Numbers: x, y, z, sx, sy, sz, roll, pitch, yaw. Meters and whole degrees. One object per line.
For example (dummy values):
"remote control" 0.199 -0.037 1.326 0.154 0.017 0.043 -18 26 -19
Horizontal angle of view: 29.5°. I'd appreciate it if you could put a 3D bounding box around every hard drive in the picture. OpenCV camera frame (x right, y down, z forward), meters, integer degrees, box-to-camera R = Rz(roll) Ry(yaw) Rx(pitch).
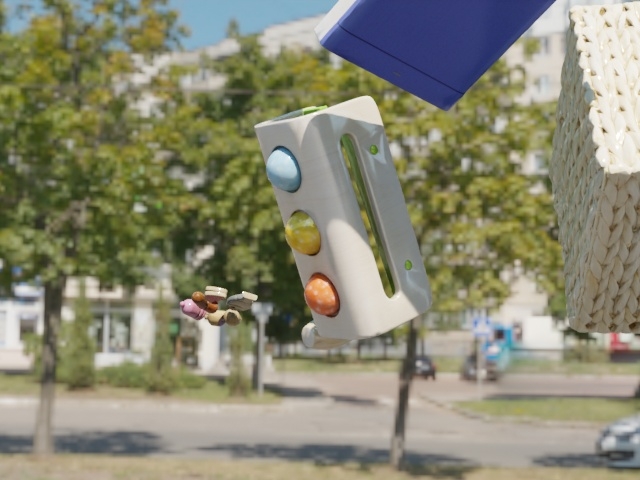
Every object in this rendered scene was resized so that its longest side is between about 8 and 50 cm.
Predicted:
"hard drive" 0.171 -0.292 1.297 0.210 0.040 0.318 21 -56 -40

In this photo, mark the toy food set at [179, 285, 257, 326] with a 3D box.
"toy food set" -0.124 0.079 1.412 0.078 0.019 0.122 15 -22 -11

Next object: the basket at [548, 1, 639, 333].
"basket" 0.444 -0.090 1.528 0.267 0.328 0.331 -1 -41 3

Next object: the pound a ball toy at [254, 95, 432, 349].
"pound a ball toy" 0.000 0.000 1.494 0.136 0.319 0.208 -23 12 -33
